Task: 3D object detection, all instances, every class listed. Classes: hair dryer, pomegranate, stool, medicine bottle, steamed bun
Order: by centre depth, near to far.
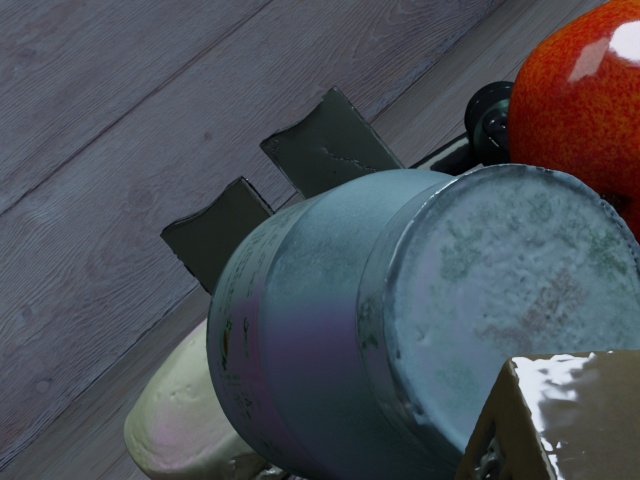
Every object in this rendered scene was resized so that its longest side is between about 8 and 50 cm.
[{"bbox_3d":[0.072,0.064,0.742,0.245,0.245,0.290,-44,10,-23],"label":"medicine bottle"},{"bbox_3d":[0.273,-0.104,0.858,0.221,0.221,0.257,-31,5,45],"label":"pomegranate"},{"bbox_3d":[-0.071,0.176,1.068,0.239,0.170,0.152,-47,47,-11],"label":"steamed bun"},{"bbox_3d":[0.000,0.000,1.245,0.170,0.269,0.243,-31,13,43],"label":"stool"},{"bbox_3d":[0.181,-0.097,1.416,0.302,0.116,0.244,-33,10,13],"label":"hair dryer"}]

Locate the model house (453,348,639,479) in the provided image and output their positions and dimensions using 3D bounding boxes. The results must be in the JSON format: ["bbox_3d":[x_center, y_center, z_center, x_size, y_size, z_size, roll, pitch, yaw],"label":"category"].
[{"bbox_3d":[0.146,0.175,0.316,0.248,0.181,0.176,-100,14,-48],"label":"model house"}]
